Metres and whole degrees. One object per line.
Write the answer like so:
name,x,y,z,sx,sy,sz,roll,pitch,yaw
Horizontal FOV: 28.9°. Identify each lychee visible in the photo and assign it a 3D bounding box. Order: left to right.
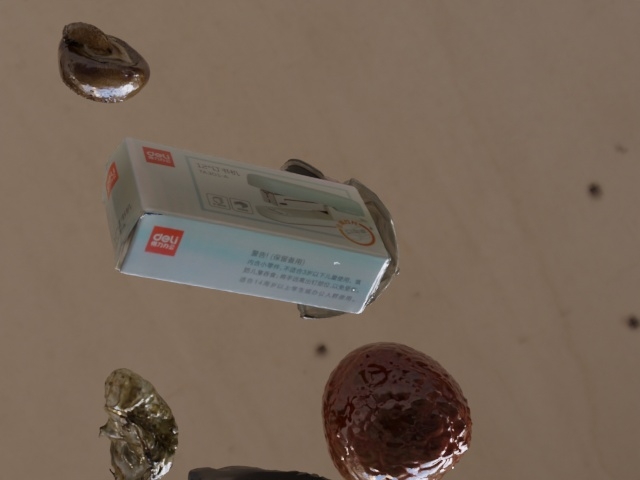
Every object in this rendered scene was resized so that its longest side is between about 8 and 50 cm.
lychee,0.114,0.282,1.979,0.255,0.255,0.300,-36,-153,-18

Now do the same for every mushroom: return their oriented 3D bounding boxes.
mushroom,-0.267,-0.220,1.533,0.127,0.127,0.087,-61,174,-61

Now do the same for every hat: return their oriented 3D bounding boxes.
hat,0.000,0.000,1.901,0.226,0.164,0.219,31,-82,58

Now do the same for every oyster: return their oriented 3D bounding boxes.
oyster,-0.288,0.295,1.915,0.094,0.166,0.294,-34,174,-28

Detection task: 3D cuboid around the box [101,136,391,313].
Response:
box,-0.075,-0.012,1.221,0.079,0.269,0.135,-64,-152,28

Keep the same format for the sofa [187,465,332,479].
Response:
sofa,-0.057,0.387,1.452,0.258,0.200,0.182,9,-174,26
